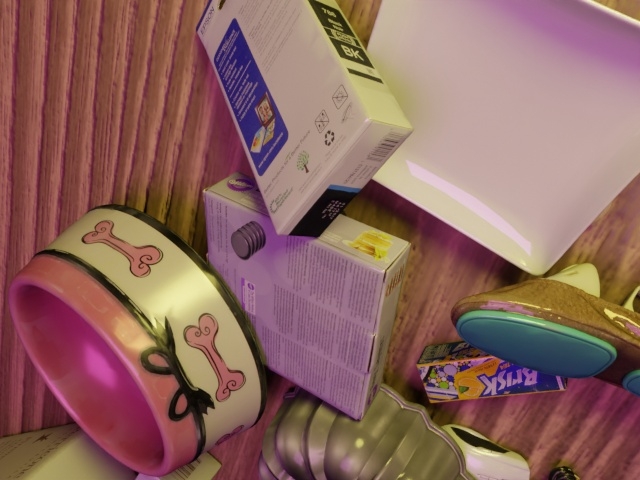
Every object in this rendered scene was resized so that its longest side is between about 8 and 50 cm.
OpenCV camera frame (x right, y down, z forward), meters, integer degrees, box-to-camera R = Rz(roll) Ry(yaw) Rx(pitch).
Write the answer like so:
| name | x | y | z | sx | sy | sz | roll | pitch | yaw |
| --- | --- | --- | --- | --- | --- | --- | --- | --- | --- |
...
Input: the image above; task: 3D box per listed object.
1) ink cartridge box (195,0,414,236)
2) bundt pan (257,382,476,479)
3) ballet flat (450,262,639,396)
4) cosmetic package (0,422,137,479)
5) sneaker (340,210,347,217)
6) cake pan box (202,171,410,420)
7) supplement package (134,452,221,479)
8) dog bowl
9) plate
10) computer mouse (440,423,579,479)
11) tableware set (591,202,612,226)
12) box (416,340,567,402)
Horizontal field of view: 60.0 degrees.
| name | x | y | z | sx | sy | sz | roll | pitch | yaw |
| --- | --- | --- | --- | --- | --- | --- | --- | --- | --- |
| ink cartridge box | -0.037 | -0.182 | 0.596 | 0.165 | 0.065 | 0.332 | -48 | 54 | 38 |
| bundt pan | 0.043 | 0.358 | 0.785 | 0.331 | 0.124 | 0.330 | 15 | 121 | 27 |
| ballet flat | 0.310 | 0.094 | 0.576 | 0.342 | 0.124 | 0.116 | 17 | 148 | 9 |
| cosmetic package | -0.577 | 0.593 | 1.072 | 0.394 | 0.329 | 0.327 | -19 | 101 | 29 |
| sneaker | -0.001 | 0.000 | 0.720 | 0.085 | 0.058 | 0.152 | -9 | 100 | 36 |
| cake pan box | -0.028 | 0.075 | 0.692 | 0.246 | 0.070 | 0.266 | 24 | 131 | 25 |
| supplement package | -0.280 | 0.453 | 1.008 | 0.105 | 0.105 | 0.179 | 38 | 120 | 6 |
| dog bowl | -0.279 | 0.160 | 0.800 | 0.408 | 0.150 | 0.408 | 22 | 130 | 29 |
| plate | 0.166 | -0.123 | 0.538 | 0.278 | 0.045 | 0.277 | 32 | 142 | 10 |
| computer mouse | 0.240 | 0.316 | 0.748 | 0.193 | 0.042 | 0.106 | 21 | 119 | 16 |
| tableware set | 0.236 | -0.088 | 0.598 | 0.169 | 0.020 | 0.141 | 7 | 114 | 23 |
| box | 0.211 | 0.156 | 0.689 | 0.169 | 0.054 | 0.059 | -15 | 103 | 29 |
